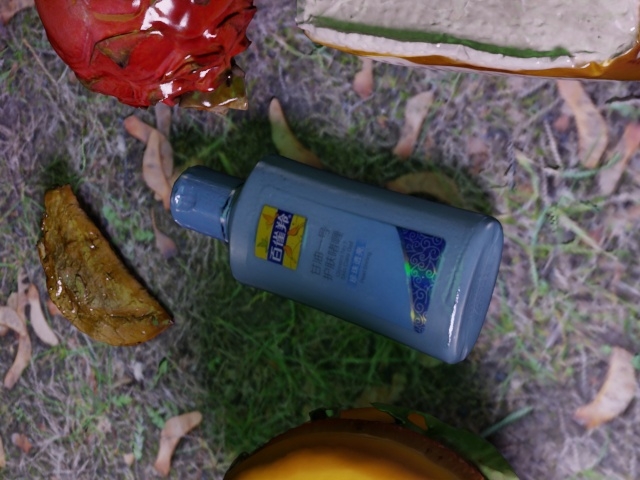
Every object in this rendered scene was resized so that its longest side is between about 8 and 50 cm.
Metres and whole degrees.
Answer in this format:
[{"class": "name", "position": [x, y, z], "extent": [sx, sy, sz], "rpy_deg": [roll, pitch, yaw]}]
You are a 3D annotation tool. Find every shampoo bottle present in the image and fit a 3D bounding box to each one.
[{"class": "shampoo bottle", "position": [0.000, 0.000, 0.716], "extent": [0.258, 0.061, 0.104], "rpy_deg": [18, 100, 30]}]

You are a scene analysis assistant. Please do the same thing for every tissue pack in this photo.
[{"class": "tissue pack", "position": [0.119, -0.132, 0.540], "extent": [0.183, 0.226, 0.092], "rpy_deg": [9, 99, 32]}]

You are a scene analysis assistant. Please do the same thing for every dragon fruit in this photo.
[{"class": "dragon fruit", "position": [-0.127, -0.192, 0.731], "extent": [0.172, 0.172, 0.210], "rpy_deg": [-3, 98, 32]}]

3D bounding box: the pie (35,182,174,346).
[{"class": "pie", "position": [-0.201, 0.030, 0.859], "extent": [0.092, 0.034, 0.170], "rpy_deg": [-42, 76, 24]}]

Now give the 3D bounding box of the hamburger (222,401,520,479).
[{"class": "hamburger", "position": [0.039, 0.221, 0.635], "extent": [0.246, 0.170, 0.246], "rpy_deg": [1, 94, 19]}]
